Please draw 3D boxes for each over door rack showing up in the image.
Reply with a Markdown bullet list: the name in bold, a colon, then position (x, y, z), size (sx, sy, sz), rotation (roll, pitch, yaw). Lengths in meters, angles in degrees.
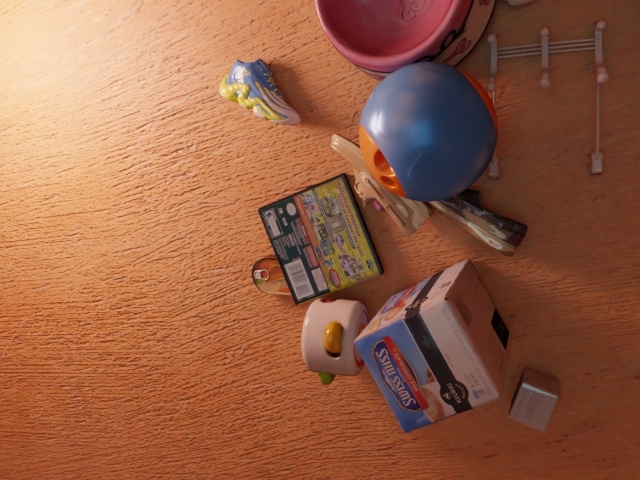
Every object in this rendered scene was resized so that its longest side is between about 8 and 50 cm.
- **over door rack**: position (0.480, -0.289, 1.291), size (0.239, 0.108, 0.325), rotation (1, 102, 22)

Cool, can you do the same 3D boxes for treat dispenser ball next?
- **treat dispenser ball**: position (0.223, -0.225, 1.273), size (0.287, 0.288, 0.289), rotation (5, 104, 20)

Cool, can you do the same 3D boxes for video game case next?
- **video game case**: position (0.000, 0.000, 1.553), size (0.248, 0.035, 0.275), rotation (-21, 92, 14)

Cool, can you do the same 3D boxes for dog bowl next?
- **dog bowl**: position (0.165, -0.548, 1.306), size (0.407, 0.150, 0.409), rotation (7, 105, 27)

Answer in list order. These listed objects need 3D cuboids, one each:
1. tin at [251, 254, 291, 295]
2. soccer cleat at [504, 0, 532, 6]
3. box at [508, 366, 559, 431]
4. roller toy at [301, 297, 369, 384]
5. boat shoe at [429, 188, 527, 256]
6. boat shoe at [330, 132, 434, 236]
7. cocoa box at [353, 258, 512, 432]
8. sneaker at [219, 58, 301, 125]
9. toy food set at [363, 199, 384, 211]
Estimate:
- **tin**: position (-0.094, 0.094, 1.635), size (0.189, 0.040, 0.106), rotation (2, 99, 20)
- **soccer cleat**: position (0.418, -0.597, 1.271), size (0.076, 0.068, 0.197), rotation (0, 109, 16)
- **box**: position (0.506, 0.374, 1.433), size (0.087, 0.102, 0.101), rotation (20, 108, 18)
- **roller toy**: position (0.047, 0.242, 1.527), size (0.146, 0.191, 0.209), rotation (2, 132, 19)
- **boat shoe**: position (0.344, -0.075, 1.401), size (0.285, 0.103, 0.092), rotation (36, 100, 13)
- **boat shoe**: position (0.128, -0.134, 1.439), size (0.302, 0.109, 0.098), rotation (41, 102, 1)
- **cocoa box**: position (0.265, 0.222, 1.357), size (0.227, 0.347, 0.232), rotation (-29, 90, 24)
- **sneaker**: position (-0.142, -0.379, 1.516), size (0.240, 0.091, 0.126), rotation (27, 109, 14)
- **toy food set**: position (0.167, -0.109, 1.500), size (0.122, 0.019, 0.078), rotation (3, 103, 13)
